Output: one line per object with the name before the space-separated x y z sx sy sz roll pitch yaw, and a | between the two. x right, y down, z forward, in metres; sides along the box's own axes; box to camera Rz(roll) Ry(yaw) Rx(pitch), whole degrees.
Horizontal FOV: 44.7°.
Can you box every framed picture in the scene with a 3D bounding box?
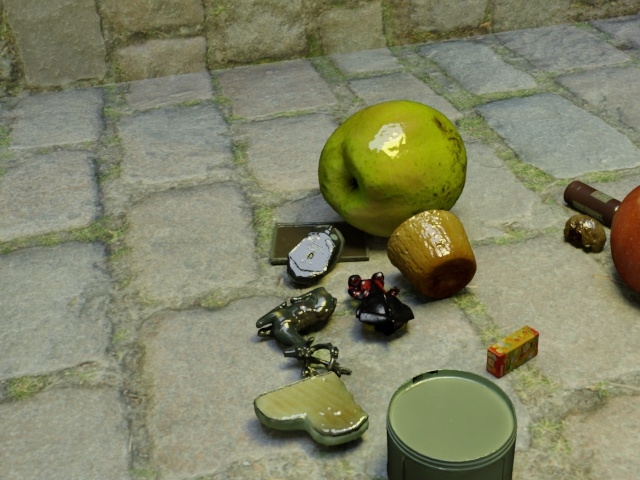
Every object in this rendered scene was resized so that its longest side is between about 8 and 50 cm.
framed picture | 0.000 0.000 2.063 0.260 0.023 0.189 -3 33 2

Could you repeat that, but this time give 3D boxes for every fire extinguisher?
fire extinguisher | 0.769 -0.086 2.085 0.099 0.071 0.231 6 22 -41

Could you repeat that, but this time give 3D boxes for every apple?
apple | 0.832 -0.004 1.752 0.348 0.277 0.348 -3 33 2

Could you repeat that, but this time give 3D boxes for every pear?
pear | 0.174 -0.184 2.024 0.391 0.391 0.391 -3 33 2

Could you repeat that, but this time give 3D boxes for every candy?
candy | 0.403 0.232 1.628 0.122 0.062 0.038 -24 36 -27

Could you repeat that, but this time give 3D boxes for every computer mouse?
computer mouse | -0.014 0.042 1.946 0.105 0.062 0.192 28 58 15

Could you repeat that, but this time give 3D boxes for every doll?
doll | 0.135 0.147 1.777 0.127 0.088 0.249 -30 27 -3

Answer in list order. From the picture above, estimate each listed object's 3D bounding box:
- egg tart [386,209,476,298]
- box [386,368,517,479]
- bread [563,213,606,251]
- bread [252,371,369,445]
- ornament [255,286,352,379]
egg tart | 0.271 0.044 1.840 0.202 0.203 0.147 -12 48 -13
box | 0.229 0.356 1.375 0.226 0.149 0.226 -3 33 2
bread | 0.669 -0.021 1.978 0.060 0.082 0.113 -27 36 -28
bread | -0.011 0.325 1.524 0.232 0.064 0.172 9 34 16
ornament | -0.002 0.209 1.694 0.202 0.080 0.236 -24 35 -24
